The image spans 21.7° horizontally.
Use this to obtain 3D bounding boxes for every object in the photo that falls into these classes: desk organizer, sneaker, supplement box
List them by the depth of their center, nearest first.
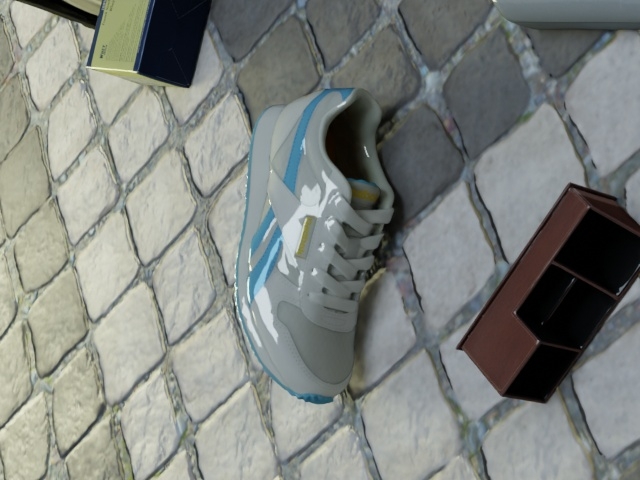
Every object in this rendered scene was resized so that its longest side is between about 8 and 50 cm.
[{"bbox_3d":[0.145,0.034,1.024,0.130,0.047,0.050,-58,45,20],"label":"desk organizer"},{"bbox_3d":[0.000,0.000,1.175,0.092,0.087,0.229,-18,67,43],"label":"sneaker"},{"bbox_3d":[-0.147,-0.178,1.423,0.083,0.056,0.083,10,86,50],"label":"supplement box"}]

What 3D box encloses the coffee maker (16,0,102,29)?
[{"bbox_3d":[-0.259,-0.253,1.482,0.171,0.178,0.120,-20,63,45],"label":"coffee maker"}]

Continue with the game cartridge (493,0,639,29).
[{"bbox_3d":[0.201,-0.280,1.056,0.198,0.062,0.297,9,85,46],"label":"game cartridge"}]
